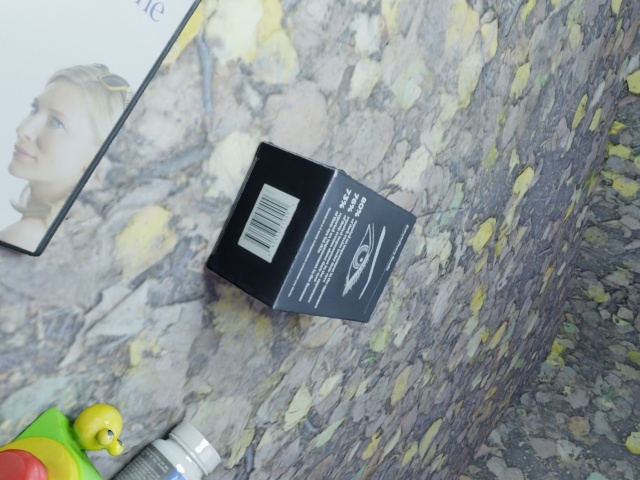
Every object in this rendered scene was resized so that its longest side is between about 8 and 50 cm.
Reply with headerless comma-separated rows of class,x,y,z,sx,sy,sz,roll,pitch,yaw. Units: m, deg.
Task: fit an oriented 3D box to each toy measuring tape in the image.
toy measuring tape,-0.277,0.267,0.417,0.330,0.121,0.121,-47,143,-29

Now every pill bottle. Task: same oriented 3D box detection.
pill bottle,-0.181,0.270,0.593,0.137,0.078,0.078,-42,140,-28

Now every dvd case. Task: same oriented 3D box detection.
dvd case,-0.198,-0.127,0.357,0.253,0.022,0.180,-60,145,-5

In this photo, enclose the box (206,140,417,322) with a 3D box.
box,0.000,0.000,0.624,0.207,0.108,0.153,22,94,-56
